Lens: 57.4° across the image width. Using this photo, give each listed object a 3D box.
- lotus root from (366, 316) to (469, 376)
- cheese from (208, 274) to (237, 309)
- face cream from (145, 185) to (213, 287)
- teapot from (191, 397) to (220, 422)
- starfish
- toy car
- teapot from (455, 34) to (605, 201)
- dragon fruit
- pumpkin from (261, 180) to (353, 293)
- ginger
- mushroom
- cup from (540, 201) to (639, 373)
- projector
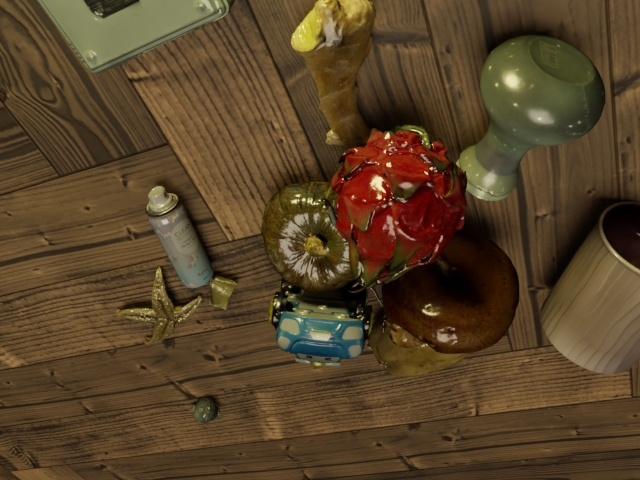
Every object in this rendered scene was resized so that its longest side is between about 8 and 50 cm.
[{"bbox_3d":[0.229,0.203,1.255,0.284,0.146,0.160,-29,137,25],"label":"lotus root"},{"bbox_3d":[-0.221,0.112,1.297,0.060,0.041,0.084,14,116,-15],"label":"cheese"},{"bbox_3d":[-0.287,-0.007,1.177,0.075,0.075,0.229,-7,131,13],"label":"face cream"},{"bbox_3d":[-0.317,0.472,1.620,0.088,0.066,0.057,-6,152,41],"label":"teapot"},{"bbox_3d":[-0.386,0.170,1.365,0.138,0.050,0.247,37,123,-21],"label":"starfish"},{"bbox_3d":[-0.001,0.175,1.171,0.198,0.314,0.166,5,97,0],"label":"toy car"},{"bbox_3d":[0.303,-0.177,0.901,0.183,0.184,0.251,14,142,-6],"label":"teapot"},{"bbox_3d":[0.123,-0.038,0.945,0.233,0.234,0.293,9,106,-1],"label":"dragon fruit"},{"bbox_3d":[0.000,0.000,1.078,0.218,0.162,0.219,2,112,5],"label":"pumpkin"},{"bbox_3d":[0.043,-0.252,0.925,0.131,0.086,0.295,-29,137,-6],"label":"ginger"},{"bbox_3d":[0.231,0.084,1.078,0.267,0.268,0.254,1,166,6],"label":"mushroom"},{"bbox_3d":[0.574,0.076,1.090,0.208,0.288,0.273,37,137,23],"label":"cup"},{"bbox_3d":[-0.276,-0.373,0.838,0.256,0.099,0.192,-16,126,19],"label":"projector"}]
